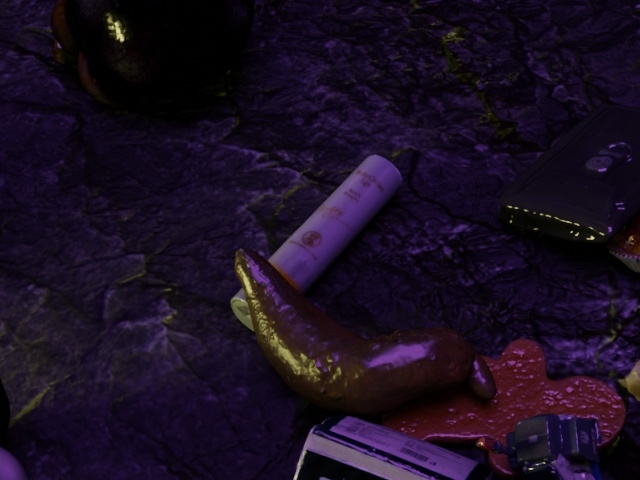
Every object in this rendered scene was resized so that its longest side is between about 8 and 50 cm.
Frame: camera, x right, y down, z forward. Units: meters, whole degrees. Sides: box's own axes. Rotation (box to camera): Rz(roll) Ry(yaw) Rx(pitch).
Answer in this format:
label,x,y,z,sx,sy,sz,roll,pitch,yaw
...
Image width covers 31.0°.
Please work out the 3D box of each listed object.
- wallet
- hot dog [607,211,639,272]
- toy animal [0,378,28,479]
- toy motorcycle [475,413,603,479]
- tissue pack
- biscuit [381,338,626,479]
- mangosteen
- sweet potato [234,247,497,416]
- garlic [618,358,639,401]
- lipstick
label,x,y,z,sx,sy,sz,roll,pitch,yaw
wallet,0.337,-0.089,1.365,0.168,0.052,0.245,16,48,45
hot dog,0.397,-0.039,1.334,0.099,0.053,0.192,3,46,44
toy animal,-0.381,0.234,1.114,0.187,0.165,0.235,-4,47,-21
toy motorcycle,0.216,0.261,1.062,0.102,0.150,0.221,-24,55,40
tissue pack,0.070,0.235,1.117,0.170,0.103,0.090,20,100,18
biscuit,0.189,0.176,1.203,0.250,0.036,0.165,4,53,12
mangosteen,-0.236,-0.306,1.503,0.302,0.275,0.275,-23,45,29
sweet potato,0.029,0.117,1.194,0.310,0.098,0.124,20,71,18
garlic,0.394,0.225,1.031,0.210,0.237,0.292,-20,71,0
lipstick,0.000,0.000,1.341,0.059,0.059,0.264,29,59,24
